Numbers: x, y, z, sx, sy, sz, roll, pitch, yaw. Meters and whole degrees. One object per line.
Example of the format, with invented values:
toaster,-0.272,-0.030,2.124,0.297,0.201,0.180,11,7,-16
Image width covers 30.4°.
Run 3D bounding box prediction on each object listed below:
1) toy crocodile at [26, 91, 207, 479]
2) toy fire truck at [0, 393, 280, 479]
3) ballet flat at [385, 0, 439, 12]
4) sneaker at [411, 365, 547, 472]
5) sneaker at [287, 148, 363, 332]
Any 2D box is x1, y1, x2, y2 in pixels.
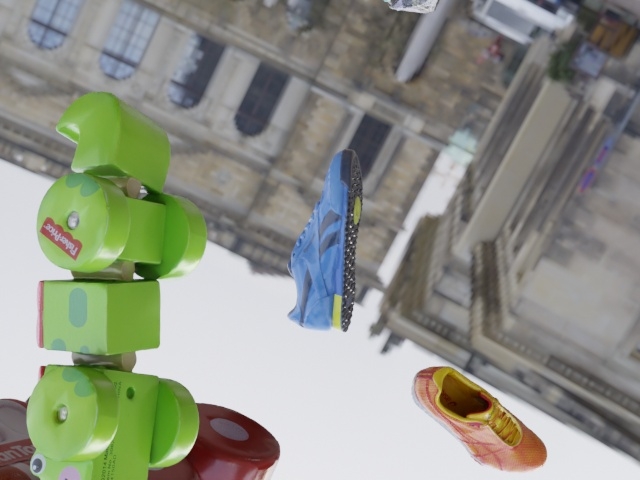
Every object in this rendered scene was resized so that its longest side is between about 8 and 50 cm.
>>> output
toy crocodile,-0.156,0.062,0.833,0.105,0.341,0.115,-1,174,32
toy fire truck,-0.198,0.204,1.010,0.254,0.169,0.302,30,-165,23
ballet flat,0.063,-0.140,0.563,0.041,0.041,0.114,25,165,-8
sneaker,0.170,0.190,1.213,0.175,0.064,0.067,34,160,-19
sneaker,0.000,0.000,1.308,0.082,0.209,0.069,9,-167,16
